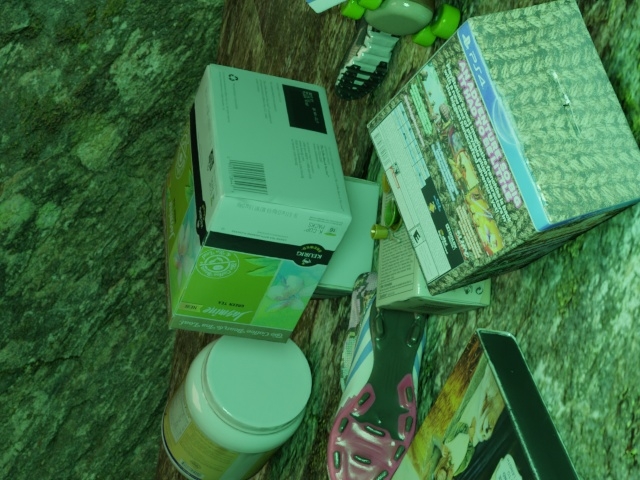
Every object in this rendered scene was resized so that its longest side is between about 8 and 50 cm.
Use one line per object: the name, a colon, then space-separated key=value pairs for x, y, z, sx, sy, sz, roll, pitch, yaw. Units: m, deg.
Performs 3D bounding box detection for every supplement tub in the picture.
supplement tub: x=-0.165 y=0.325 z=2.198 sx=0.331 sy=0.241 sz=0.241 roll=125 pitch=148 yaw=-54

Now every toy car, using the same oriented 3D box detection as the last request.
toy car: x=0.141 y=-0.418 z=1.735 sx=0.149 sy=0.155 sz=0.188 roll=-178 pitch=105 yaw=-72

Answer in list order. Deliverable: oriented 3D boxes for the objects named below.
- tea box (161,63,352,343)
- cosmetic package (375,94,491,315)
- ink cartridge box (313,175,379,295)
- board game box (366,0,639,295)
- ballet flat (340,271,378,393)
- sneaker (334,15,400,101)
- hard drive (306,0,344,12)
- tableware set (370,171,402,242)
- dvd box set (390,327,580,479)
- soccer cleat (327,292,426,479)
tea box: x=-0.121 y=-0.058 z=1.887 sx=0.329 sy=0.220 sz=0.323 roll=-100 pitch=26 yaw=-44
cosmetic package: x=0.161 y=-0.059 z=1.561 sx=0.160 sy=0.113 sz=0.309 roll=156 pitch=120 yaw=-70
ink cartridge box: x=0.000 y=0.000 z=2.030 sx=0.273 sy=0.114 sz=0.197 roll=163 pitch=115 yaw=-71
board game box: x=0.202 y=-0.096 z=1.279 sx=0.232 sy=0.141 sz=0.291 roll=70 pitch=156 yaw=10
ballet flat: x=0.081 y=0.160 z=1.799 sx=0.079 sy=0.077 sz=0.222 roll=3 pitch=85 yaw=53
sneaker: x=0.088 y=-0.351 z=1.982 sx=0.106 sy=0.078 sz=0.234 roll=-95 pitch=25 yaw=-42
hard drive: x=0.128 y=-0.466 z=1.632 sx=0.318 sy=0.040 sz=0.210 roll=-16 pitch=45 yaw=40
tableware set: x=0.095 y=-0.075 z=1.551 sx=0.104 sy=0.024 sz=0.154 roll=-152 pitch=70 yaw=-72
dvd box set: x=0.171 y=0.363 z=1.393 sx=0.308 sy=0.062 sz=0.420 roll=-104 pitch=32 yaw=-51
soccer cleat: x=0.088 y=0.228 z=1.643 sx=0.143 sy=0.116 sz=0.331 roll=102 pitch=-175 yaw=-66
